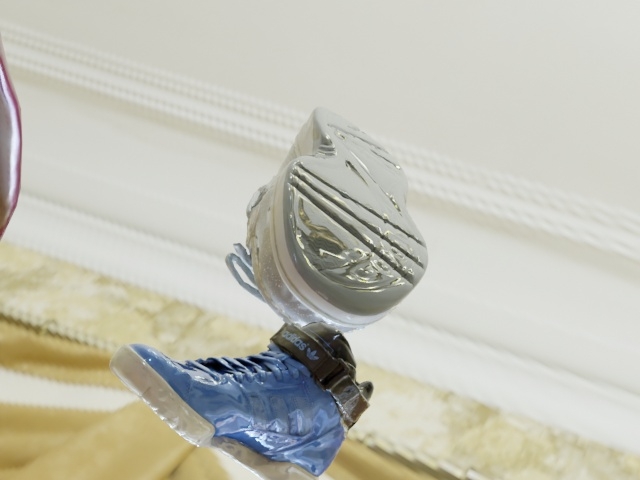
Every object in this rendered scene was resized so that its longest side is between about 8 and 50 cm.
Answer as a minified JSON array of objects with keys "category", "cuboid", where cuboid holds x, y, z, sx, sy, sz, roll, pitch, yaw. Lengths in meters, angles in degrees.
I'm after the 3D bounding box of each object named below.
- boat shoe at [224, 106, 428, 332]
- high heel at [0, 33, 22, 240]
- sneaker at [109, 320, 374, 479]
[{"category":"boat shoe","cuboid":[-0.002,-0.002,1.138,0.118,0.320,0.103,35,-72,-12]},{"category":"high heel","cuboid":[-0.069,-0.037,0.234,0.181,0.377,0.127,37,-94,-26]},{"category":"sneaker","cuboid":[-0.032,0.065,0.798,0.084,0.152,0.058,-52,-138,-1]}]
